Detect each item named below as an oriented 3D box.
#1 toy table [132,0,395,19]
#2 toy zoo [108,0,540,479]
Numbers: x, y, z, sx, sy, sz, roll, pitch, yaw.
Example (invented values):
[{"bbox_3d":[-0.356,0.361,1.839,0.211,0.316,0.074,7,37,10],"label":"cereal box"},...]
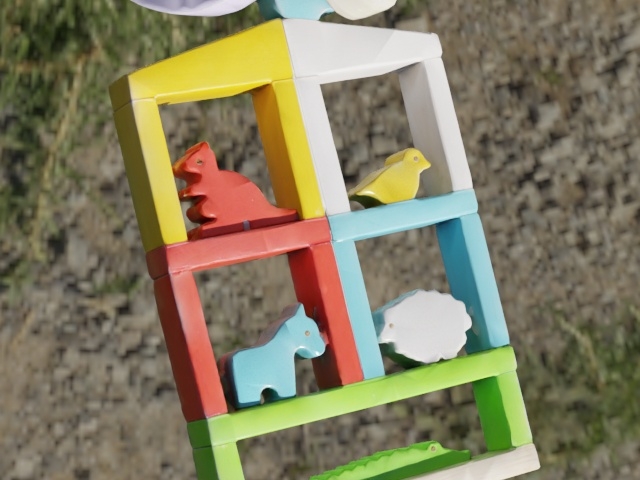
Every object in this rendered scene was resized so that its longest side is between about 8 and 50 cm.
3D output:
[{"bbox_3d":[-0.038,-0.243,0.859,0.252,0.274,0.161,-2,-178,32],"label":"toy table"},{"bbox_3d":[0.000,0.000,0.923,0.192,0.293,0.030,-12,176,-29],"label":"toy zoo"}]
